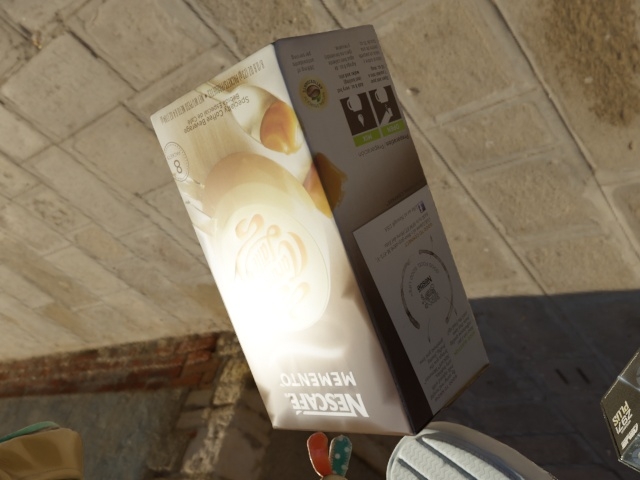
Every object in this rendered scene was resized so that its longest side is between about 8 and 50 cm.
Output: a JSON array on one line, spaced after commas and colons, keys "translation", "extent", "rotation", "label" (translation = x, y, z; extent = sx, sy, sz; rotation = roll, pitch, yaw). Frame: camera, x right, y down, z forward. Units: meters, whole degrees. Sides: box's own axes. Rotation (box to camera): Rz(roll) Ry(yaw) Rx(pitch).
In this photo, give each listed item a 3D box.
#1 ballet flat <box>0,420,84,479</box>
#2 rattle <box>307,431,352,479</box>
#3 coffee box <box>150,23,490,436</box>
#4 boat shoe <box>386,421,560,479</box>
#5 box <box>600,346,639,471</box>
[{"translation": [-0.152, 0.128, 0.280], "extent": [0.073, 0.080, 0.232], "rotation": [46, 172, 12], "label": "ballet flat"}, {"translation": [0.020, 0.370, 0.838], "extent": [0.199, 0.130, 0.142], "rotation": [47, 134, 23], "label": "rattle"}, {"translation": [0.000, 0.000, 0.448], "extent": [0.141, 0.098, 0.246], "rotation": [-14, 99, 45], "label": "coffee box"}, {"translation": [0.176, 0.227, 0.412], "extent": [0.302, 0.109, 0.094], "rotation": [36, -163, 29], "label": "boat shoe"}, {"translation": [0.457, 0.198, 0.839], "extent": [0.078, 0.147, 0.180], "rotation": [28, 111, 5], "label": "box"}]
